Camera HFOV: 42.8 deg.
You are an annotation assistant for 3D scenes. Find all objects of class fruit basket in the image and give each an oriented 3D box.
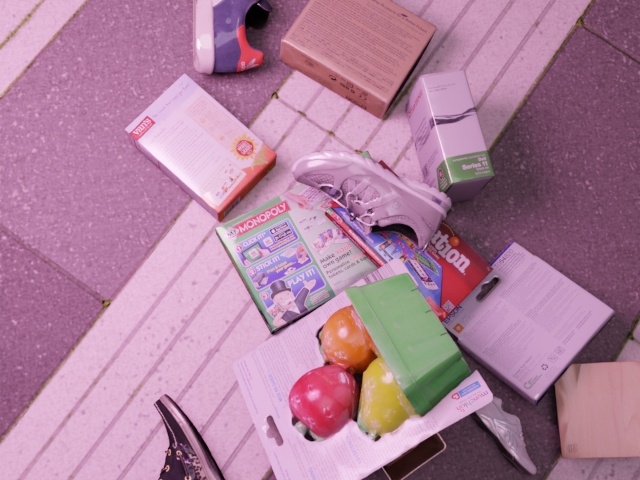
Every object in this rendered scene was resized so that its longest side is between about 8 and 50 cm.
[{"bbox_3d":[0.055,0.230,1.322,0.353,0.165,0.327,-37,46,6],"label":"fruit basket"}]

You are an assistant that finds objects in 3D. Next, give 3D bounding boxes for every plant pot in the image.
[{"bbox_3d":[0.130,0.333,1.376,0.109,0.096,0.109,-32,81,-11],"label":"plant pot"}]

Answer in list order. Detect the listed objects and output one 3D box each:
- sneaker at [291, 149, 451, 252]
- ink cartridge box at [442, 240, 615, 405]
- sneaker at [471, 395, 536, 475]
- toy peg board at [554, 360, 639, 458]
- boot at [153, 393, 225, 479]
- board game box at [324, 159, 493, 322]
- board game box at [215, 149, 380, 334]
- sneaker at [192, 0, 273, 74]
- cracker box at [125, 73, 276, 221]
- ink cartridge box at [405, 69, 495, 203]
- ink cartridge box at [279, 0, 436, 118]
[{"bbox_3d":[0.080,-0.068,1.394,0.282,0.105,0.115,19,75,0],"label":"sneaker"},{"bbox_3d":[0.363,0.142,1.458,0.223,0.045,0.224,-44,64,-13],"label":"ink cartridge box"},{"bbox_3d":[0.329,0.337,1.415,0.061,0.053,0.152,-35,81,-15],"label":"sneaker"},{"bbox_3d":[0.496,0.299,1.438,0.161,0.079,0.161,-5,75,10],"label":"toy peg board"},{"bbox_3d":[-0.261,0.391,1.335,0.179,0.085,0.236,-30,81,-9],"label":"boot"},{"bbox_3d":[0.157,0.002,1.452,0.281,0.027,0.145,45,75,7],"label":"board game box"},{"bbox_3d":[0.000,0.000,1.475,0.317,0.046,0.213,-27,79,-11],"label":"board game box"},{"bbox_3d":[-0.168,-0.480,1.550,0.148,0.131,0.349,-1,82,-12],"label":"sneaker"},{"bbox_3d":[-0.216,-0.169,1.489,0.232,0.067,0.155,42,76,5],"label":"cracker box"},{"bbox_3d":[0.231,-0.184,1.486,0.087,0.153,0.208,-11,78,-8],"label":"ink cartridge box"},{"bbox_3d":[0.070,-0.374,1.554,0.235,0.088,0.193,32,74,4],"label":"ink cartridge box"}]
